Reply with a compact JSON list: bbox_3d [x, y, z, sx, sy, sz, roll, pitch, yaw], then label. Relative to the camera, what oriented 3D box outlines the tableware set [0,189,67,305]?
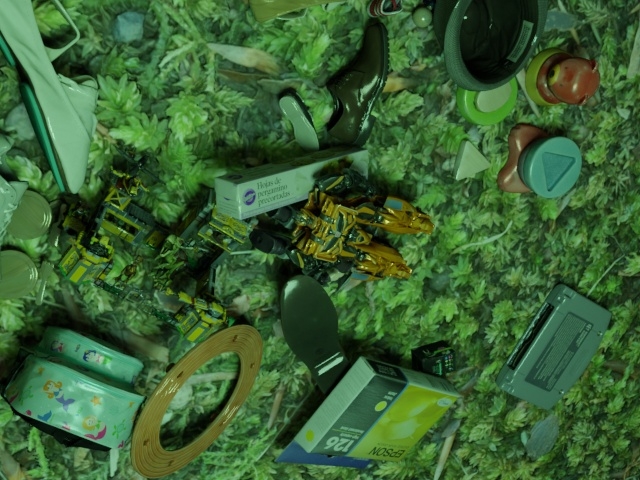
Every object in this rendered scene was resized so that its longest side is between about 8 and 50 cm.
[{"bbox_3d":[-0.518,0.006,1.158,0.128,0.039,0.194,16,97,-12],"label":"tableware set"}]

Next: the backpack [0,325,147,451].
[{"bbox_3d":[-0.422,0.262,1.165,0.225,0.254,0.191,32,76,-25],"label":"backpack"}]

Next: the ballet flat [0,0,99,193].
[{"bbox_3d":[-0.425,-0.271,1.048,0.139,0.139,0.399,-23,111,-11],"label":"ballet flat"}]

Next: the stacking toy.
[{"bbox_3d":[0.424,-0.230,1.359,0.280,0.130,0.308,-4,109,-19],"label":"stacking toy"}]

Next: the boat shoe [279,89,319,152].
[{"bbox_3d":[-0.034,-0.222,1.248,0.046,0.038,0.125,-13,123,35],"label":"boat shoe"}]

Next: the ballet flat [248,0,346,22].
[{"bbox_3d":[-0.015,-0.432,1.173,0.233,0.080,0.073,-13,140,-12],"label":"ballet flat"}]

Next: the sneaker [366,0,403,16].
[{"bbox_3d":[0.141,-0.450,1.213,0.118,0.067,0.042,-47,117,1],"label":"sneaker"}]

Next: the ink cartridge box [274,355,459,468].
[{"bbox_3d":[0.106,0.399,1.431,0.304,0.072,0.307,22,109,-43],"label":"ink cartridge box"}]

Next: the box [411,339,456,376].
[{"bbox_3d":[0.257,0.271,1.514,0.083,0.062,0.052,-14,113,-15],"label":"box"}]

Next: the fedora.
[{"bbox_3d":[0.292,-0.410,1.223,0.243,0.124,0.275,-46,140,1],"label":"fedora"}]

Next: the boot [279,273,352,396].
[{"bbox_3d":[-0.018,0.179,1.347,0.112,0.115,0.305,-24,122,-6],"label":"boot"}]

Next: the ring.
[{"bbox_3d":[-0.231,0.299,1.270,0.336,0.032,0.336,-44,152,-32],"label":"ring"}]

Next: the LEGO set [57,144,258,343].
[{"bbox_3d":[-0.250,-0.004,1.127,0.331,0.254,0.192,36,118,-18],"label":"LEGO set"}]

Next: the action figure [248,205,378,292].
[{"bbox_3d":[0.000,0.000,1.310,0.285,0.099,0.185,22,94,-40],"label":"action figure"}]

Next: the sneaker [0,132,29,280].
[{"bbox_3d":[-0.530,-0.050,1.078,0.121,0.099,0.262,-7,102,-13],"label":"sneaker"}]

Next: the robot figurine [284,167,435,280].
[{"bbox_3d":[0.073,-0.016,1.233,0.291,0.085,0.211,10,109,-41],"label":"robot figurine"}]

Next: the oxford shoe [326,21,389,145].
[{"bbox_3d":[0.066,-0.293,1.236,0.096,0.083,0.227,11,104,-18],"label":"oxford shoe"}]

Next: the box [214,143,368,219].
[{"bbox_3d":[-0.040,-0.111,1.196,0.324,0.067,0.063,-21,118,-41],"label":"box"}]

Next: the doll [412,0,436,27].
[{"bbox_3d":[0.234,-0.482,1.247,0.129,0.046,0.189,29,104,-35],"label":"doll"}]

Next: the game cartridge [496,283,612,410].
[{"bbox_3d":[0.576,0.266,1.634,0.196,0.060,0.294,28,98,-22],"label":"game cartridge"}]
